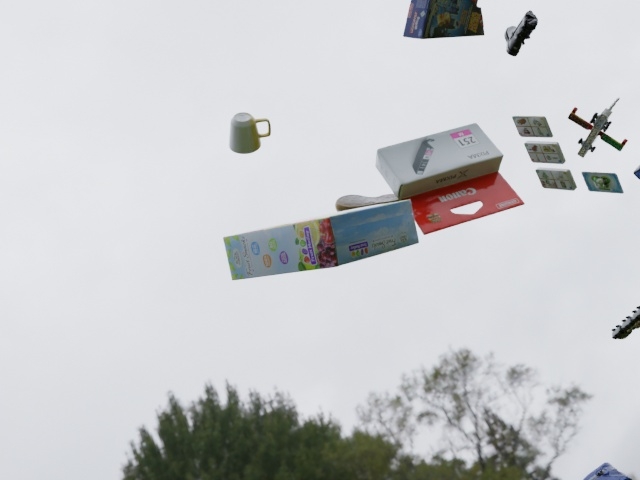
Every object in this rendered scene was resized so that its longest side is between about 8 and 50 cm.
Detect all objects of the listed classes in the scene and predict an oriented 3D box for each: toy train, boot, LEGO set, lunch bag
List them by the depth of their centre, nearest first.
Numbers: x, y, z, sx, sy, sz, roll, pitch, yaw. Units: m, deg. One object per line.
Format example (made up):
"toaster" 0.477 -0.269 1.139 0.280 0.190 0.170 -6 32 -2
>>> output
"lunch bag" 0.464 0.407 1.244 0.067 0.065 0.098 -31 -73 -11
"LEGO set" 0.496 -0.173 1.452 0.060 0.244 0.182 -45 -60 -22
"toy train" 0.658 0.175 1.635 0.036 0.027 0.158 8 -28 1
"boot" 0.494 -0.521 1.910 0.045 0.121 0.099 19 -43 -6

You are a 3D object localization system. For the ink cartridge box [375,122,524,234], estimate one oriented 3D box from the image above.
"ink cartridge box" 0.299 -0.148 1.784 0.275 0.238 0.060 -17 -39 -18

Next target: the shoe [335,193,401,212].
"shoe" 0.116 -0.069 1.762 0.219 0.077 0.058 -7 -67 -44

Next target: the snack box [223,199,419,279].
"snack box" 0.000 0.000 1.068 0.207 0.070 0.175 -8 4 44

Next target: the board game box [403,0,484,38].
"board game box" 0.279 -0.505 1.642 0.194 0.060 0.194 3 -75 -43

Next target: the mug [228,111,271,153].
"mug" -0.141 -0.211 1.479 0.078 0.062 0.064 -41 -36 -37
